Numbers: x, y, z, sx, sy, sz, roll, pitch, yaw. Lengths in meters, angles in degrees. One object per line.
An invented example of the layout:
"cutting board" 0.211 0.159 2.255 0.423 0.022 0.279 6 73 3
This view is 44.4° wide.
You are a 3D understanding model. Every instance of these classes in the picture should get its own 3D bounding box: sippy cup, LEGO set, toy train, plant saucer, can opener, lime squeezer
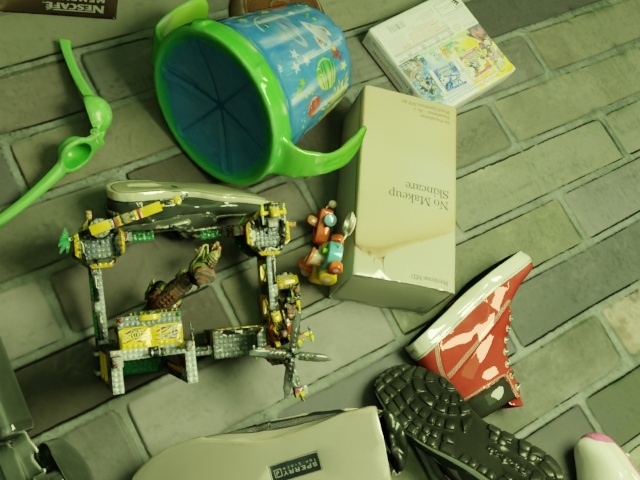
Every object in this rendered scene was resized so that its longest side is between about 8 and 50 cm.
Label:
"sippy cup" -0.079 -0.230 1.129 0.224 0.240 0.306 -38 106 -37
"LEGO set" -0.149 0.066 0.959 0.331 0.192 0.255 4 85 -21
"toy train" 0.000 0.000 1.098 0.046 0.166 0.125 14 89 -12
"plant saucer" -0.065 -0.374 1.289 0.168 0.029 0.169 6 68 -16
"can opener" -0.365 0.215 0.935 0.093 0.074 0.280 -14 72 -59
"lime squeezer" -0.354 -0.150 1.086 0.109 0.059 0.311 16 65 -12

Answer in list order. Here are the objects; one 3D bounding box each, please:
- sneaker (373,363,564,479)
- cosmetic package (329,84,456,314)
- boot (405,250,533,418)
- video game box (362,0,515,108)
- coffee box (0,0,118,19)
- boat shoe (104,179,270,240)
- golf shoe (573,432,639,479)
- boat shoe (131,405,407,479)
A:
"sneaker" 0.179 0.290 1.062 0.283 0.124 0.107 36 50 27
"cosmetic package" 0.111 -0.061 1.173 0.160 0.113 0.310 10 65 -15
"boot" 0.265 0.144 1.157 0.244 0.088 0.176 -42 86 -19
"video game box" 0.205 -0.317 1.345 0.205 0.048 0.187 -32 79 -26
"coffee box" -0.435 -0.418 1.106 0.297 0.168 0.119 -1 69 -19
"boat shoe" -0.184 -0.041 1.099 0.233 0.084 0.079 -2 107 -26
"golf shoe" 0.393 0.422 1.071 0.140 0.115 0.306 -6 70 -17
"boat shoe" -0.053 0.289 0.981 0.340 0.158 0.127 -12 76 7
